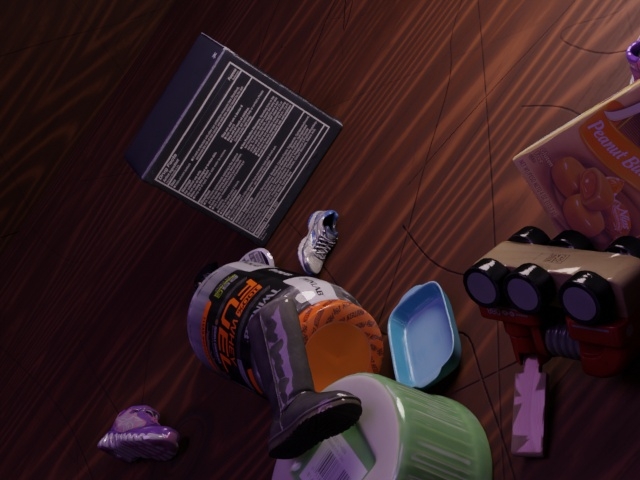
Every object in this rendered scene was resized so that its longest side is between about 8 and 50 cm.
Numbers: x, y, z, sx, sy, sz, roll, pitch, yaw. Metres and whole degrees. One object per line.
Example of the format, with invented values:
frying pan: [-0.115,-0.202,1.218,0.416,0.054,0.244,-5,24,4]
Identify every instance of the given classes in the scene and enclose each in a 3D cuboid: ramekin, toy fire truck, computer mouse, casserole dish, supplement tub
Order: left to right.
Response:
computer mouse: [-0.151,0.080,2.073,0.193,0.042,0.106,-32,72,29]
supplement tub: [-0.059,0.152,1.723,0.338,0.207,0.207,11,74,59]
ramekin: [0.067,0.325,1.442,0.303,0.148,0.303,-36,38,35]
casserole dish: [0.155,0.143,1.576,0.114,0.037,0.188,-41,32,26]
toy fire truck: [0.292,0.131,1.306,0.158,0.246,0.217,-34,27,-35]

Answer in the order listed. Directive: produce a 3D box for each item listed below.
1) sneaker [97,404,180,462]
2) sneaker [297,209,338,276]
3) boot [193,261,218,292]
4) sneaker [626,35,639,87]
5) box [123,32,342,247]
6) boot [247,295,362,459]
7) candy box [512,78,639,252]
sneaker: [-0.342,0.364,2.084,0.236,0.095,0.104,-16,44,51]
sneaker: [0.000,0.000,1.924,0.058,0.052,0.135,-19,49,43]
boot: [-0.210,0.076,2.179,0.121,0.045,0.099,-51,28,17]
sneaker: [0.404,-0.182,1.371,0.282,0.161,0.102,-38,38,34]
box: [-0.173,-0.197,2.110,0.296,0.294,0.183,-56,30,5]
boot: [-0.027,0.170,1.465,0.190,0.076,0.208,-34,47,37]
candy box: [0.406,-0.103,1.268,0.316,0.183,0.087,-33,1,39]
